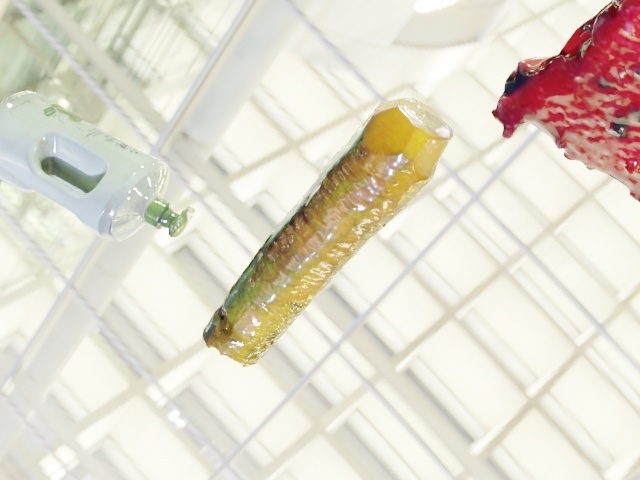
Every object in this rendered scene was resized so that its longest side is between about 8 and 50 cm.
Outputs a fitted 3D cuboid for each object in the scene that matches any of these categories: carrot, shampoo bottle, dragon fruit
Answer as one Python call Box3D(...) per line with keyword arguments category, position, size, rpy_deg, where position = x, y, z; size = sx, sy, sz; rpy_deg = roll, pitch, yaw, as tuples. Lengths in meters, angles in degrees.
Box3D(category="carrot", position=(0.000, 0.000, 0.927), size=(0.070, 0.260, 0.070), rpy_deg=(31, -152, -19))
Box3D(category="shampoo bottle", position=(-0.243, -0.069, 1.319), size=(0.234, 0.087, 0.118), rpy_deg=(28, -141, 12))
Box3D(category="dragon fruit", position=(0.309, -0.076, 0.722), size=(0.343, 0.282, 0.100), rpy_deg=(33, -119, -8))
